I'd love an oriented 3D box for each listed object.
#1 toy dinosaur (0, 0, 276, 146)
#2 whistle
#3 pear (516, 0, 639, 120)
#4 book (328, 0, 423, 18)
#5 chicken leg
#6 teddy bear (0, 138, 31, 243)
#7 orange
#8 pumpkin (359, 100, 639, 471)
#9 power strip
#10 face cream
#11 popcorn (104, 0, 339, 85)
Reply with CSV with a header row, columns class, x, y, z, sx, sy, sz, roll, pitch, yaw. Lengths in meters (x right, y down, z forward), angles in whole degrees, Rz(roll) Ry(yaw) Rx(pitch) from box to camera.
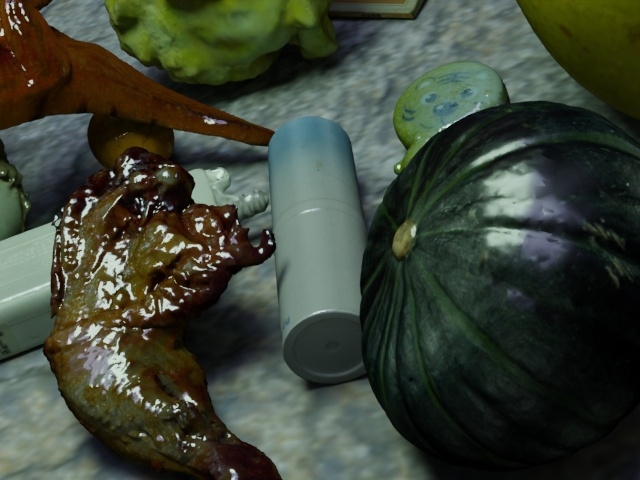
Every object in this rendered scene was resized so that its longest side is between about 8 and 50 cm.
class,x,y,z,sx,sy,sz,roll,pitch,yaw
toy dinosaur,-0.242,-0.170,1.174,0.432,0.097,0.208,-6,75,-18
whistle,0.104,-0.077,1.153,0.104,0.057,0.198,-6,45,30
pear,0.316,-0.274,1.076,0.362,0.362,0.418,-21,64,-6
book,0.015,-0.307,1.460,0.242,0.018,0.170,7,57,26
chicken leg,-0.113,0.066,0.994,0.177,0.083,0.322,-12,60,16
teddy bear,-0.410,-0.057,1.227,0.256,0.156,0.267,-20,68,-11
orange,-0.178,-0.098,1.258,0.083,0.070,0.083,-3,49,4
pumpkin,0.137,0.035,0.892,0.250,0.216,0.250,-36,30,24
power strip,-0.202,0.024,1.129,0.338,0.058,0.098,-21,38,-5
face cream,0.000,0.000,1.069,0.077,0.077,0.250,-13,40,4
popcorn,-0.090,-0.261,1.306,0.256,0.255,0.195,-35,30,24
